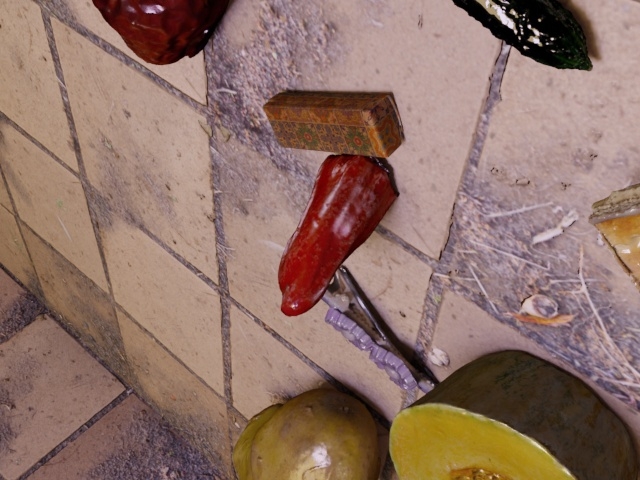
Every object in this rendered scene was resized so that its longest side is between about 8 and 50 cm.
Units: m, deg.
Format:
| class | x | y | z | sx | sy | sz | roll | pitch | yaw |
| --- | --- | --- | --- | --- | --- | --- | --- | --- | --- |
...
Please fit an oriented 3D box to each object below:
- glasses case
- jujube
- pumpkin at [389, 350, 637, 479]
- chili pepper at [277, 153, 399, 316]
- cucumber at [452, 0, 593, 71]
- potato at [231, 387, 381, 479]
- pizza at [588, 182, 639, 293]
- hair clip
| class | x | y | z | sx | sy | sz | roll | pitch | yaw |
| --- | --- | --- | --- | --- | --- | --- | --- | --- | --- |
| glasses case | 0.015 | -0.167 | 1.061 | 0.218 | 0.049 | 0.075 | 13 | 138 | 46 |
| jujube | -0.224 | -0.354 | 1.045 | 0.197 | 0.197 | 0.290 | 47 | 163 | 7 |
| pumpkin | 0.281 | 0.308 | 1.086 | 0.332 | 0.199 | 0.332 | 24 | 136 | 25 |
| chili pepper | 0.000 | 0.000 | 1.070 | 0.144 | 0.252 | 0.136 | 12 | 150 | 36 |
| cucumber | 0.157 | -0.269 | 0.764 | 0.300 | 0.072 | 0.072 | 43 | 147 | 12 |
| potato | -0.008 | 0.406 | 1.555 | 0.397 | 0.290 | 0.296 | -112 | 34 | -65 |
| pizza | 0.385 | -0.011 | 0.736 | 0.188 | 0.080 | 0.204 | 40 | 144 | -26 |
| hair clip | 0.095 | 0.167 | 1.282 | 0.292 | 0.084 | 0.106 | 47 | 166 | 0 |
